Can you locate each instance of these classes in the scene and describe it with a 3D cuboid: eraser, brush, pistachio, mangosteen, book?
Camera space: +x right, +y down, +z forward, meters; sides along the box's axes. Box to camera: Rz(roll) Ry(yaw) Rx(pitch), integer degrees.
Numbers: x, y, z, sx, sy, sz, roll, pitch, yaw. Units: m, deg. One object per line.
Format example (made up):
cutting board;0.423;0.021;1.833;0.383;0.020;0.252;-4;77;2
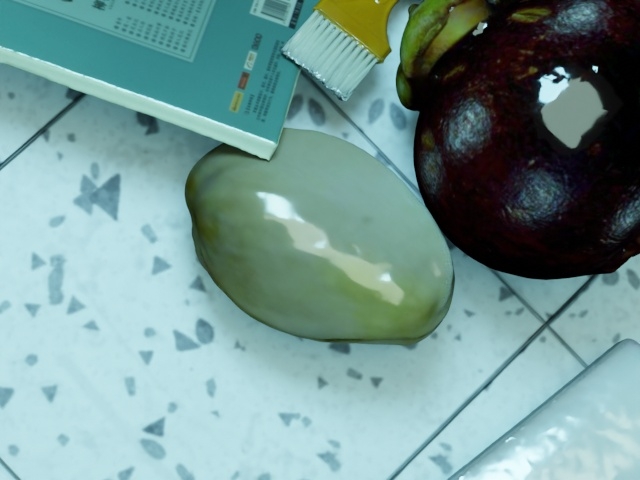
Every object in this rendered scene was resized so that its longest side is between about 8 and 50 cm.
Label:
eraser;0.258;0.244;1.846;0.270;0.095;0.174;-37;86;-13
brush;0.077;-0.266;1.910;0.090;0.017;0.314;40;58;-1
pistachio;0.000;0.000;1.817;0.288;0.166;0.197;24;89;0
mangosteen;0.209;-0.128;1.809;0.307;0.307;0.347;-38;76;-13
book;-0.196;-0.230;1.841;0.379;0.031;0.264;20;43;-3
